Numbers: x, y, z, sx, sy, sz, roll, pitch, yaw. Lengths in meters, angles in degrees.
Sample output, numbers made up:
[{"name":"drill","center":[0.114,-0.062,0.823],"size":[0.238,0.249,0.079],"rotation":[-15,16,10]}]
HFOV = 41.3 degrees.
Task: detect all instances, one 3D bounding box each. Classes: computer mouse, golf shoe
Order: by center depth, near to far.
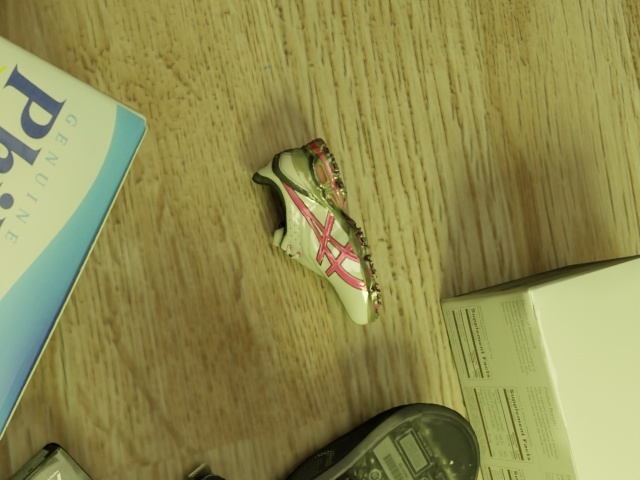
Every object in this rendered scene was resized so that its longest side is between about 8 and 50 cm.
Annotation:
[{"name":"computer mouse","center":[0.020,0.238,0.781],"size":[0.272,0.072,0.188],"rotation":[-27,96,-17]},{"name":"golf shoe","center":[0.000,0.000,0.817],"size":[0.086,0.067,0.186],"rotation":[-22,98,2]}]

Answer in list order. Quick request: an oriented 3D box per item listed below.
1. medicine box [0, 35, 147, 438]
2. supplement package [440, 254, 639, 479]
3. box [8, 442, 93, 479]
[{"name":"medicine box","center":[-0.316,-0.029,0.597],"size":[0.289,0.149,0.263],"rotation":[28,70,-20]},{"name":"supplement package","center":[0.274,0.161,0.880],"size":[0.204,0.145,0.261],"rotation":[-12,88,-29]},{"name":"box","center":[-0.227,0.300,0.641],"size":[0.231,0.056,0.183],"rotation":[-45,104,-26]}]
